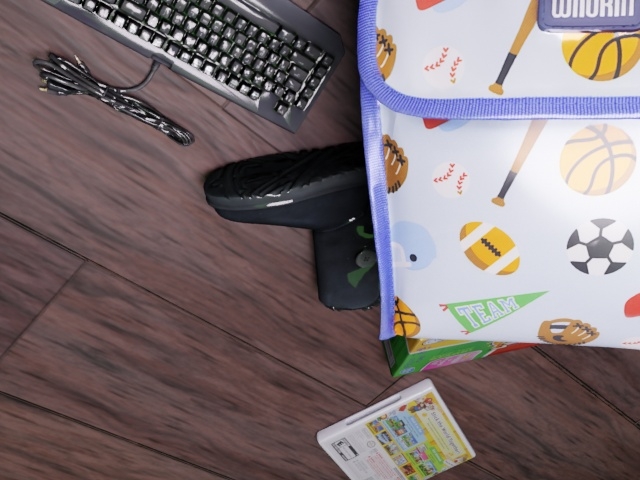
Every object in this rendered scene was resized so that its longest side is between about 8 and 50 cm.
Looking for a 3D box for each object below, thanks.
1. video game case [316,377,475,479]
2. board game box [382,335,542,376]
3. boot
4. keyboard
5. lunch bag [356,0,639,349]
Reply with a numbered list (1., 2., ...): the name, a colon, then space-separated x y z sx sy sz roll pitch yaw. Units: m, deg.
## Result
1. video game case: 0.133 0.344 1.077 0.206 0.026 0.227 -28 126 7
2. board game box: 0.251 0.094 0.830 0.317 0.064 0.242 -11 159 -5
3. boot: 0.000 0.000 0.753 0.246 0.094 0.207 -12 123 -13
4. keyboard: -0.150 -0.188 0.624 0.317 0.033 0.201 24 116 -26
5. lunch bag: 0.202 -0.106 0.526 0.328 0.239 0.385 2 117 13
